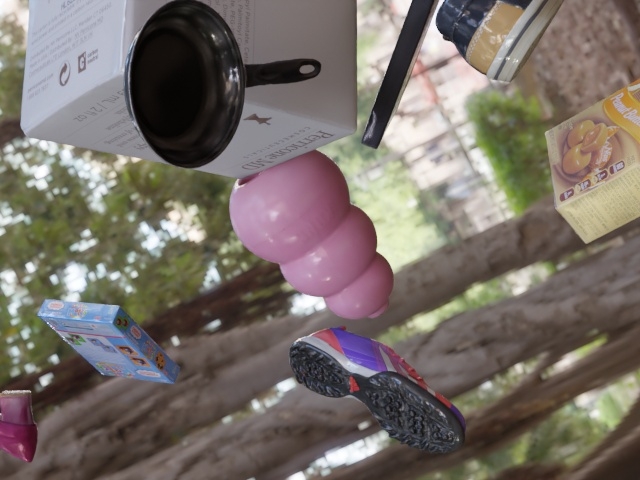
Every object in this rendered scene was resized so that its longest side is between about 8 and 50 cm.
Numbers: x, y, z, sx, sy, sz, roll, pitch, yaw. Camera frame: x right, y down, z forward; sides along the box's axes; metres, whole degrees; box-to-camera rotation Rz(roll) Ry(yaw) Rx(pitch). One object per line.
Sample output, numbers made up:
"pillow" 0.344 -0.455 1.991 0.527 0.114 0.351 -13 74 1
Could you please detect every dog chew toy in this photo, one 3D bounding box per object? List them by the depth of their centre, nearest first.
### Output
"dog chew toy" 0.000 0.000 2.058 0.332 0.206 0.206 50 -168 -16

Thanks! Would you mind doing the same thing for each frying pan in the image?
"frying pan" -0.127 -0.218 1.472 0.326 0.053 0.197 -46 -51 -41

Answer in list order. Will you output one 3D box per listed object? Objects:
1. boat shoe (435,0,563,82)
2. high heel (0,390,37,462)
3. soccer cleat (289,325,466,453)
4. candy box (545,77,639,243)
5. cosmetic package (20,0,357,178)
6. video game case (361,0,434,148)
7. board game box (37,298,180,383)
"boat shoe" 0.300 -0.390 1.864 0.156 0.187 0.500 31 -146 6
"high heel" -0.580 0.306 1.975 0.082 0.244 0.117 -173 80 -86
"soccer cleat" 0.099 0.204 1.771 0.318 0.116 0.108 22 126 39
"candy box" 0.465 -0.146 1.646 0.087 0.316 0.183 44 -151 -28
"cosmetic package" -0.191 -0.311 1.820 0.393 0.329 0.327 10 -107 -35
"video game case" 0.142 -0.308 2.001 0.035 0.275 0.248 21 -158 3
"board game box" -0.357 0.173 2.072 0.211 0.160 0.039 56 -135 -47
